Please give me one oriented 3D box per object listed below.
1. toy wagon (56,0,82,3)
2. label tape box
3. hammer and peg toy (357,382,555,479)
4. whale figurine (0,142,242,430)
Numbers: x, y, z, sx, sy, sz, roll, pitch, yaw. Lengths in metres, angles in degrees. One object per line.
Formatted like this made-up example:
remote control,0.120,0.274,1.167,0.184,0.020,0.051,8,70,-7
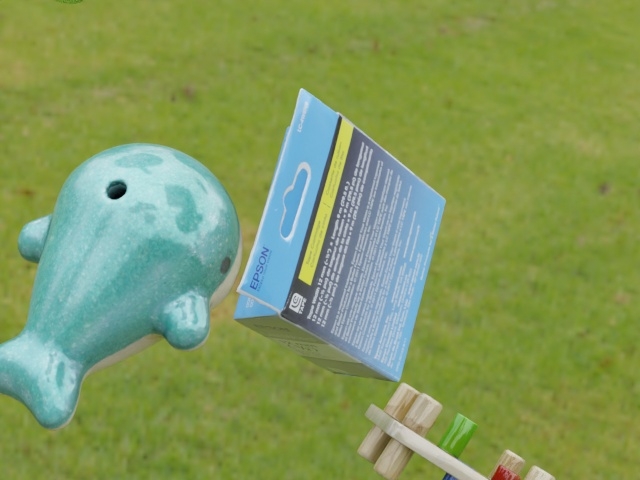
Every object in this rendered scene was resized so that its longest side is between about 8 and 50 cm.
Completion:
toy wagon,-0.180,-0.237,0.960,0.344,0.267,0.068,-2,67,-41
label tape box,0.000,0.000,1.888,0.115,0.249,0.348,5,-18,37
hammer and peg toy,0.230,0.337,2.183,0.361,0.127,0.266,33,-3,-3
whale figurine,-0.191,0.029,1.385,0.216,0.141,0.272,30,68,26
